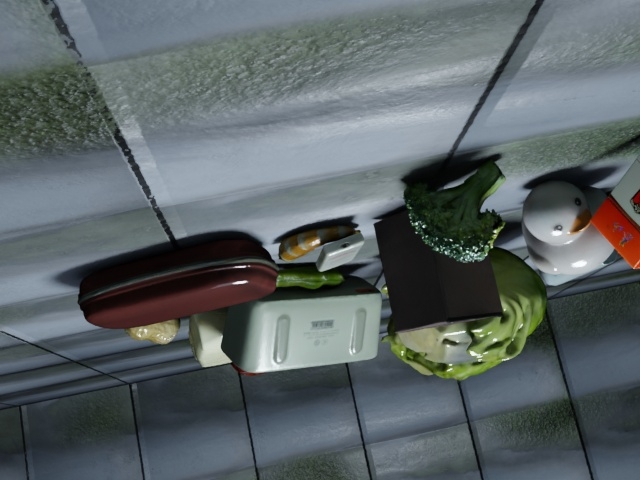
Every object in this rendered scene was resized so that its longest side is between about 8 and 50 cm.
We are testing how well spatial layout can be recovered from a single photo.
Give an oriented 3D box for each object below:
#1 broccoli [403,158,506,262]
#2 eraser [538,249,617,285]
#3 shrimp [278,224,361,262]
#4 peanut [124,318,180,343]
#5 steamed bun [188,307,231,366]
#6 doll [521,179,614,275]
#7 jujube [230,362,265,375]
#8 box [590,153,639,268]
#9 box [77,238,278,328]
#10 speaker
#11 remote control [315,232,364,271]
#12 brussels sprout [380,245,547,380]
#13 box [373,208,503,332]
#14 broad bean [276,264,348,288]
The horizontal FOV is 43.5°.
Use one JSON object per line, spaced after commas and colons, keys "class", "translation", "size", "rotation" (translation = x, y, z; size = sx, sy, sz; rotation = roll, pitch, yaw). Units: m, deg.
{"class": "broccoli", "translation": [0.258, -0.061, 1.443], "size": [0.194, 0.219, 0.194], "rotation": [-11, 125, -16]}
{"class": "eraser", "translation": [0.597, -0.001, 1.900], "size": [0.081, 0.174, 0.227], "rotation": [-1, 165, -15]}
{"class": "shrimp", "translation": [0.000, 0.000, 1.684], "size": [0.166, 0.049, 0.161], "rotation": [-9, 167, -45]}
{"class": "peanut", "translation": [-0.441, 0.226, 2.129], "size": [0.100, 0.099, 0.214], "rotation": [-17, 160, 20]}
{"class": "steamed bun", "translation": [-0.262, 0.242, 2.190], "size": [0.200, 0.154, 0.250], "rotation": [-12, 160, -15]}
{"class": "doll", "translation": [0.503, -0.042, 1.692], "size": [0.221, 0.221, 0.251], "rotation": [-9, -166, -13]}
{"class": "jujube", "translation": [-0.172, 0.313, 2.487], "size": [0.232, 0.212, 0.213], "rotation": [-13, 167, 26]}
{"class": "box", "translation": [0.607, -0.080, 1.462], "size": [0.035, 0.139, 0.245], "rotation": [-3, 137, -34]}
{"class": "box", "translation": [-0.290, 0.092, 1.648], "size": [0.404, 0.108, 0.263], "rotation": [-14, 167, 10]}
{"class": "speaker", "translation": [-0.039, 0.204, 2.040], "size": [0.406, 0.184, 0.183], "rotation": [-2, -162, -31]}
{"class": "remote control", "translation": [0.039, 0.027, 1.686], "size": [0.088, 0.029, 0.190], "rotation": [-20, 170, -9]}
{"class": "brussels sprout", "translation": [0.374, 0.156, 2.042], "size": [0.361, 0.342, 0.425], "rotation": [-30, -179, -29]}
{"class": "box", "translation": [0.239, 0.055, 1.651], "size": [0.188, 0.252, 0.153], "rotation": [0, 163, -43]}
{"class": "broad bean", "translation": [-0.059, 0.087, 1.956], "size": [0.318, 0.055, 0.098], "rotation": [4, -171, -33]}
